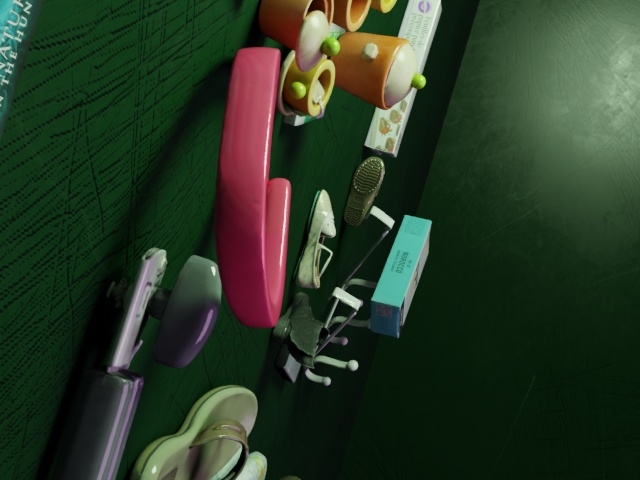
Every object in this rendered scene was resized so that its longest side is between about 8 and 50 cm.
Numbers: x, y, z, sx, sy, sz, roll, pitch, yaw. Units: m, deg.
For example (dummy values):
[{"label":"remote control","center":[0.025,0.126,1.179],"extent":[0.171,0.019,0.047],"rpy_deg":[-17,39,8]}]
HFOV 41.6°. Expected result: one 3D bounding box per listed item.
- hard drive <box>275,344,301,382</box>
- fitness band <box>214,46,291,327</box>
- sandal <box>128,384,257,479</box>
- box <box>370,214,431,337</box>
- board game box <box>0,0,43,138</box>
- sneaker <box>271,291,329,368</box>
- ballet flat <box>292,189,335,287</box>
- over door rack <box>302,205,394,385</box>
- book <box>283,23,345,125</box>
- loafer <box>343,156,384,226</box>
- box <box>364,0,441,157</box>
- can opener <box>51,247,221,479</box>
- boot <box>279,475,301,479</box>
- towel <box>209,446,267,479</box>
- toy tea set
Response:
[{"label":"hard drive","center":[-0.050,0.204,1.553],"extent":[0.135,0.022,0.094],"rpy_deg":[76,33,-69]},{"label":"fitness band","center":[-0.065,-0.055,0.827],"extent":[0.209,0.054,0.290],"rpy_deg":[86,4,-54]},{"label":"sandal","center":[-0.141,0.275,1.041],"extent":[0.303,0.086,0.120],"rpy_deg":[-33,131,-69]},{"label":"box","center":[0.163,0.069,1.697],"extent":[0.100,0.060,0.244],"rpy_deg":[88,21,-46]},{"label":"board game box","center":[-0.192,-0.104,0.422],"extent":[0.126,0.026,0.186],"rpy_deg":[10,97,-79]},{"label":"sneaker","center":[-0.024,0.149,1.424],"extent":[0.170,0.089,0.051],"rpy_deg":[-51,156,-61]},{"label":"ballet flat","center":[0.000,0.000,1.414],"extent":[0.057,0.052,0.168],"rpy_deg":[-19,125,-76]},{"label":"over door rack","center":[0.072,0.129,1.703],"extent":[0.324,0.108,0.239],"rpy_deg":[108,6,-51]},{"label":"book","center":[-0.009,-0.228,1.103],"extent":[0.096,0.035,0.144],"rpy_deg":[-37,144,-63]},{"label":"loafer","center":[0.086,-0.100,1.681],"extent":[0.148,0.056,0.050],"rpy_deg":[-65,174,16]},{"label":"box","center":[0.167,-0.330,1.694],"extent":[0.067,0.063,0.324],"rpy_deg":[12,96,-80]},{"label":"can opener","center":[-0.170,0.139,0.736],"extent":[0.074,0.093,0.280],"rpy_deg":[62,48,-83]},{"label":"boot","center":[-0.072,0.411,1.196],"extent":[0.106,0.082,0.219],"rpy_deg":[96,16,-46]},{"label":"towel","center":[-0.189,0.474,1.146],"extent":[0.374,0.090,0.320],"rpy_deg":[-14,118,-77]},{"label":"toy tea set","center":[0.047,-0.234,1.008],"extent":[0.336,0.124,0.200],"rpy_deg":[-40,146,-54]}]
